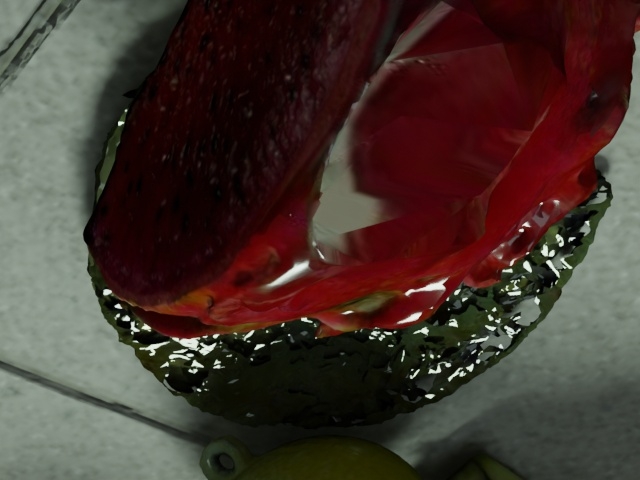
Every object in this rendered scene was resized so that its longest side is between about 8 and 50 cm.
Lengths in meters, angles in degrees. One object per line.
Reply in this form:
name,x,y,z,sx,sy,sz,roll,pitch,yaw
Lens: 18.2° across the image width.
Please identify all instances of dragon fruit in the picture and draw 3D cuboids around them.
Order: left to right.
dragon fruit,0.023,-0.052,0.671,0.163,0.189,0.262,28,114,-4

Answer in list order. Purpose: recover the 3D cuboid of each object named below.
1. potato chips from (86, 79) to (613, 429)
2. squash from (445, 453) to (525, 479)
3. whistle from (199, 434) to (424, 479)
potato chips,0.001,0.003,0.817,0.202,0.029,0.220,-36,128,24
squash,0.149,0.213,1.032,0.111,0.203,0.288,-37,162,23
whistle,0.023,0.174,0.878,0.223,0.123,0.123,48,118,3
